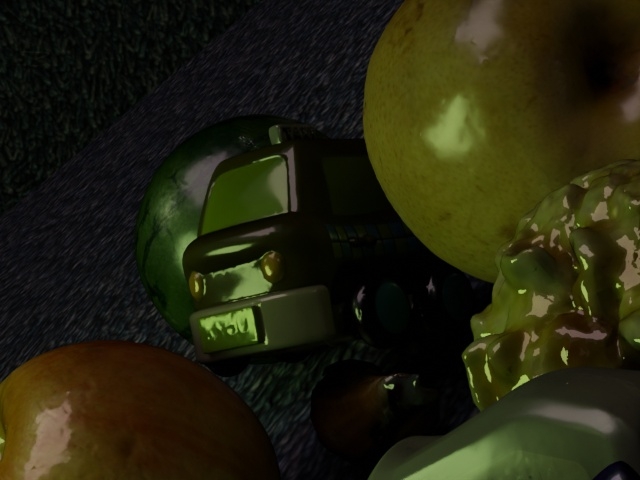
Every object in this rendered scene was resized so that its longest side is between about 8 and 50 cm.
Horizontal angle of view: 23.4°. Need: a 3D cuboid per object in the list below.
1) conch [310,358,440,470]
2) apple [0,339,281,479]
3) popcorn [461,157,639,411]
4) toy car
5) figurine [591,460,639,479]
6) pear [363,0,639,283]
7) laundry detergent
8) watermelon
[{"bbox_3d":[0.041,0.139,1.213,0.080,0.086,0.232,-57,18,-8],"label":"conch"},{"bbox_3d":[-0.168,0.213,1.204,0.286,0.233,0.286,-51,19,25],"label":"apple"},{"bbox_3d":[0.191,0.057,0.937,0.235,0.181,0.217,-35,19,19],"label":"popcorn"},{"bbox_3d":[0.000,0.000,1.278,0.204,0.198,0.248,-14,-7,41],"label":"toy car"},{"bbox_3d":[0.026,0.283,0.741,0.421,0.193,0.154,-54,20,21],"label":"figurine"},{"bbox_3d":[0.179,-0.103,1.145,0.314,0.314,0.314,-37,19,15],"label":"pear"},{"bbox_3d":[0.109,0.176,0.867,0.253,0.181,0.091,-24,0,41],"label":"laundry detergent"},{"bbox_3d":[-0.060,-0.001,1.491,0.242,0.242,0.242,-37,19,15],"label":"watermelon"}]
